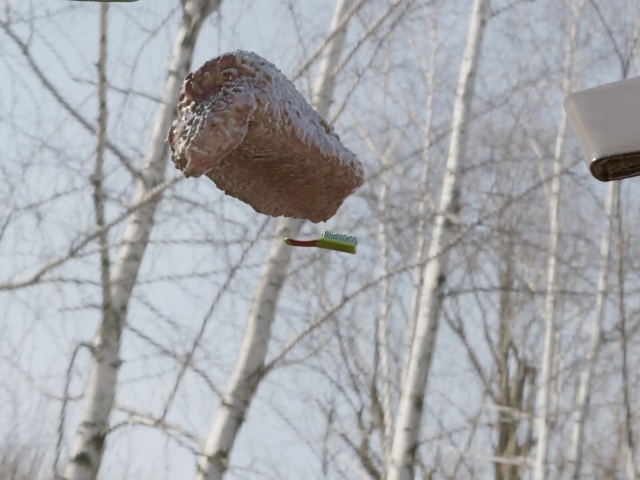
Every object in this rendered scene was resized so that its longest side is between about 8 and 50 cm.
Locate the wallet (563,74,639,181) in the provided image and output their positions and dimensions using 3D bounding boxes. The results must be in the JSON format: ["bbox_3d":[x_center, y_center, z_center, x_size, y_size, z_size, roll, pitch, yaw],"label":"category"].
[{"bbox_3d":[0.272,-0.099,0.967,0.117,0.153,0.039,-13,-64,11],"label":"wallet"}]

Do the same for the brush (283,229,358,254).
[{"bbox_3d":[0.000,0.000,1.281,0.083,0.021,0.019,6,-24,13],"label":"brush"}]

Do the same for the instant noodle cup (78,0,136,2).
[{"bbox_3d":[-0.199,-0.318,0.897,0.296,0.214,0.296,3,-2,0],"label":"instant noodle cup"}]

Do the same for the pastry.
[{"bbox_3d":[-0.052,-0.089,0.990,0.102,0.112,0.265,-33,-19,13],"label":"pastry"}]
